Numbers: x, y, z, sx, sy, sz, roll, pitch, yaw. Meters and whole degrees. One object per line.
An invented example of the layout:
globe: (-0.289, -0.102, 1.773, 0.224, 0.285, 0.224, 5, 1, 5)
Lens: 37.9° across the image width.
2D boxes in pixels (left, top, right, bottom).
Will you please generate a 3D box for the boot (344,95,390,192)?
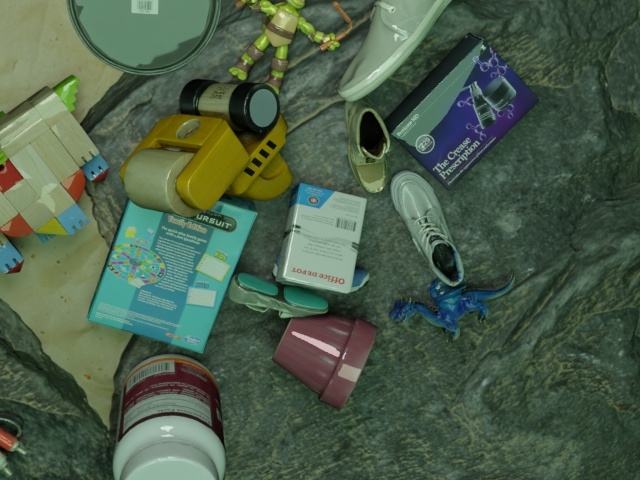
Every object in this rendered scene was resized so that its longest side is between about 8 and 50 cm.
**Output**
boot: (0.101, -0.178, 1.875, 0.077, 0.165, 0.213, -13, 110, -3)

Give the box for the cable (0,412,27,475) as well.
cable: (-0.759, 0.395, 2.004, 0.139, 0.072, 0.287, -46, 110, 3)

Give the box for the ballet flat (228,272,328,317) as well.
ballet flat: (-0.090, 0.126, 1.953, 0.213, 0.072, 0.068, 18, 121, -11)

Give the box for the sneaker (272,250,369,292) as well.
sneaker: (0.006, 0.060, 1.996, 0.211, 0.080, 0.081, 7, 110, -12)

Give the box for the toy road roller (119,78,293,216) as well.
toy road roller: (-0.191, -0.142, 1.786, 0.330, 0.202, 0.241, -53, 132, -25)

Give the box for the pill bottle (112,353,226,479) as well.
pill bottle: (-0.307, 0.414, 1.909, 0.223, 0.392, 0.224, -3, 111, -8)

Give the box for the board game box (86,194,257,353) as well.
board game box: (-0.309, 0.042, 1.940, 0.253, 0.079, 0.336, 19, 106, -15)

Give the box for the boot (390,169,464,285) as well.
boot: (0.236, -0.025, 1.976, 0.095, 0.123, 0.258, -31, 112, 3)

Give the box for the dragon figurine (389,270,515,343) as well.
dragon figurine: (0.296, 0.126, 2.063, 0.289, 0.085, 0.144, -33, 112, 6)

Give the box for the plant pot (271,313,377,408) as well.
plant pot: (0.002, 0.237, 2.012, 0.180, 0.201, 0.201, 25, 105, 0)

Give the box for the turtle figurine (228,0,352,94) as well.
turtle figurine: (-0.093, -0.407, 1.804, 0.269, 0.087, 0.217, 20, 114, -24)

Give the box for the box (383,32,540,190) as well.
box: (0.284, -0.263, 1.911, 0.184, 0.103, 0.261, 41, 99, -17)

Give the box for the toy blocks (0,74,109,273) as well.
toy blocks: (-0.556, -0.103, 1.791, 0.381, 0.190, 0.261, -39, 119, -12)

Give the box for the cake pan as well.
cake pan: (-0.333, -0.455, 1.766, 0.293, 0.054, 0.293, -3, 111, -8)

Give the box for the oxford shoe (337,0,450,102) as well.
oxford shoe: (0.163, -0.462, 1.784, 0.130, 0.169, 0.449, 36, 94, -22)

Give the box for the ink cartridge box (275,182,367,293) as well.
ink cartridge box: (0.000, 0.000, 1.926, 0.148, 0.086, 0.203, 14, 80, -14)
